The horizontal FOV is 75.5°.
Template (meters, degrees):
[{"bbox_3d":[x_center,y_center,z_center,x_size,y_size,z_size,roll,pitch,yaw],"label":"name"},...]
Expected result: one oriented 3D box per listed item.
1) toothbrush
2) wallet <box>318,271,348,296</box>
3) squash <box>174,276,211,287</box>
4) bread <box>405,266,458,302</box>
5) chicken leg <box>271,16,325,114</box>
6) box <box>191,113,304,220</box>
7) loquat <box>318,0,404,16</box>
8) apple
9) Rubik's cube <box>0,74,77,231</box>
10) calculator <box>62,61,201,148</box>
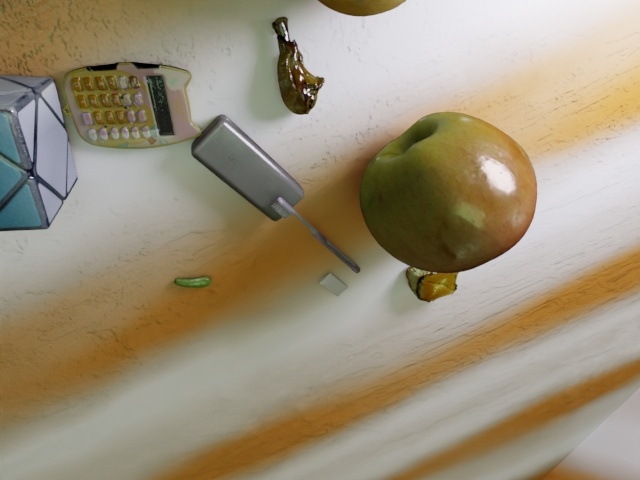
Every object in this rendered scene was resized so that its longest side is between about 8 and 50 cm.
[{"bbox_3d":[0.000,0.000,0.997,0.029,0.024,0.354,-35,136,15],"label":"toothbrush"},{"bbox_3d":[0.036,0.121,1.132,0.044,0.011,0.083,-42,123,12],"label":"wallet"},{"bbox_3d":[-0.312,0.103,1.013,0.089,0.027,0.027,-2,123,-13],"label":"squash"},{"bbox_3d":[0.318,0.112,1.172,0.140,0.069,0.128,-21,126,-6],"label":"bread"},{"bbox_3d":[-0.045,-0.330,0.788,0.093,0.070,0.178,-24,116,-7],"label":"chicken leg"},{"bbox_3d":[-0.149,-0.147,0.877,0.103,0.055,0.244,-42,124,12],"label":"box"},{"bbox_3d":[0.052,-0.468,0.632,0.244,0.244,0.243,-7,124,-11],"label":"loquat"},{"bbox_3d":[0.254,-0.106,0.870,0.305,0.338,0.338,41,105,-13],"label":"apple"},{"bbox_3d":[-0.547,-0.147,0.671,0.205,0.207,0.205,-2,122,-13],"label":"Rubik's cube"},{"bbox_3d":[-0.350,-0.249,0.769,0.237,0.033,0.157,-6,124,-10],"label":"calculator"}]
